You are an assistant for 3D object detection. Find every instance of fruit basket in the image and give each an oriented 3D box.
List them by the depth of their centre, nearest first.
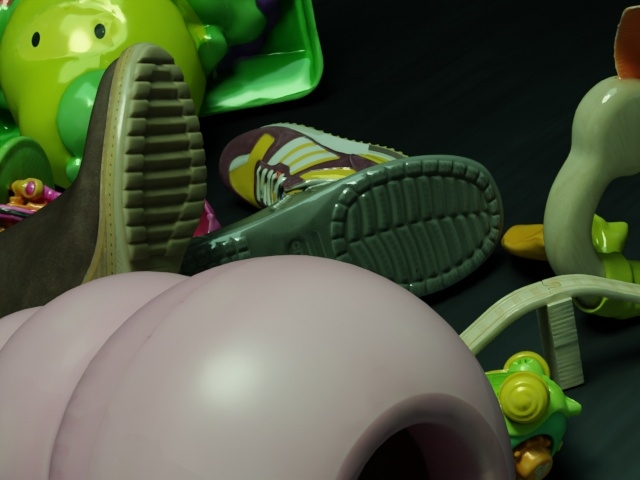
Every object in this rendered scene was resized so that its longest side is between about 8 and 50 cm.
[{"bbox_3d":[-0.191,-0.195,1.307,0.392,0.283,0.392,-11,8,2],"label":"fruit basket"}]

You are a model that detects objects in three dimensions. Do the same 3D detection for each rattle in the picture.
[{"bbox_3d":[0.172,-0.064,0.912,0.130,0.200,0.143,-14,26,-2],"label":"rattle"}]

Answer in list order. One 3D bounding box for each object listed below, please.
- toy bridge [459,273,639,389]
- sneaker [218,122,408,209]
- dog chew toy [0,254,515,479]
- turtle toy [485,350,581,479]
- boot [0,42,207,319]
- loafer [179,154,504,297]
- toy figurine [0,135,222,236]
[{"bbox_3d":[0.136,0.053,0.852,0.188,0.063,0.026,-17,26,-8],"label":"toy bridge"},{"bbox_3d":[-0.018,-0.040,1.101,0.185,0.070,0.084,8,28,38],"label":"sneaker"},{"bbox_3d":[-0.071,0.104,0.706,0.331,0.207,0.206,5,31,47],"label":"dog chew toy"},{"bbox_3d":[0.072,0.102,0.779,0.130,0.066,0.095,-11,3,10],"label":"turtle toy"},{"bbox_3d":[-0.177,0.007,0.906,0.206,0.249,0.090,0,-4,30],"label":"boot"},{"bbox_3d":[0.000,0.000,0.981,0.251,0.094,0.087,-15,13,-17],"label":"loafer"},{"bbox_3d":[-0.148,-0.005,1.026,0.159,0.130,0.173,6,-9,13],"label":"toy figurine"}]
